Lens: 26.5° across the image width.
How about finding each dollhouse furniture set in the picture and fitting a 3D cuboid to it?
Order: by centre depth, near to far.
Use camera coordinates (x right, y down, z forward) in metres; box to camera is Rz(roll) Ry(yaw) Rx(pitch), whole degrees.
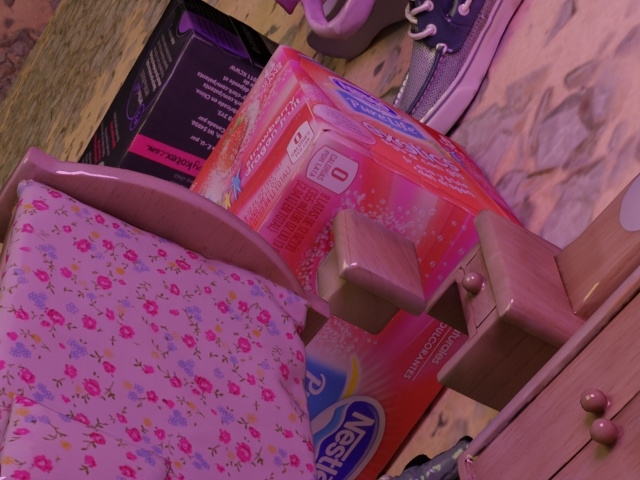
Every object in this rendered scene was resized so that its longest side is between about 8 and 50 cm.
[{"bbox_3d":[0.000,0.000,0.488,0.174,0.356,0.303,-51,24,27],"label":"dollhouse furniture set"}]

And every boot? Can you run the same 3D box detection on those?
[{"bbox_3d":[0.074,-0.152,0.864,0.190,0.086,0.069,-61,21,5],"label":"boot"}]

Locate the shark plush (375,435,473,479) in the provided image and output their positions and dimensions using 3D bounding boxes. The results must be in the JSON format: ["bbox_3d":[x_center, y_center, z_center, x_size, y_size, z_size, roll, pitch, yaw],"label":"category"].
[{"bbox_3d":[0.028,0.163,0.695,0.161,0.073,0.067,-39,45,5],"label":"shark plush"}]

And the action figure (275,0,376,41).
[{"bbox_3d":[-0.066,-0.293,1.058,0.248,0.276,0.370,-60,8,-5],"label":"action figure"}]

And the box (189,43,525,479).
[{"bbox_3d":[-0.033,0.062,0.782,0.300,0.142,0.154,-57,22,16],"label":"box"}]

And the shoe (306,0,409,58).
[{"bbox_3d":[0.044,-0.205,1.022,0.178,0.063,0.081,-29,45,62],"label":"shoe"}]

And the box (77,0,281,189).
[{"bbox_3d":[-0.113,-0.037,1.078,0.270,0.143,0.165,-57,20,15],"label":"box"}]
